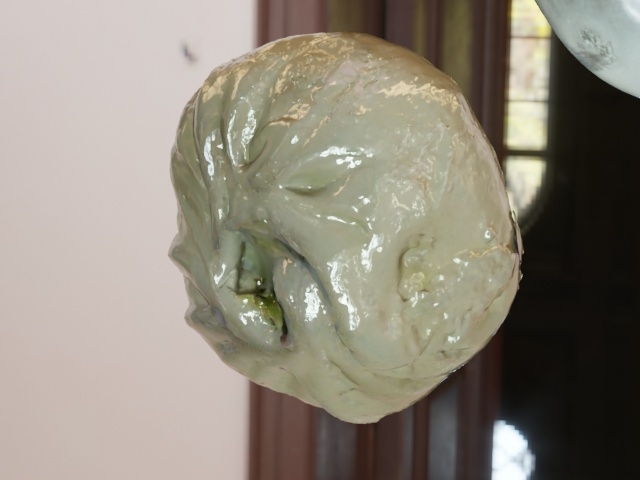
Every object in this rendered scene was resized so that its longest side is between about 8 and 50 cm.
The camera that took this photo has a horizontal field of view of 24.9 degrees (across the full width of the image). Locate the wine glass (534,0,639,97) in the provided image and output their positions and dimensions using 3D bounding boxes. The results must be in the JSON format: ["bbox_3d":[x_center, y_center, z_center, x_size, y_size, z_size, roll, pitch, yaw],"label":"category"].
[{"bbox_3d":[0.173,-0.116,0.734,0.103,0.222,0.103,-44,-174,6],"label":"wine glass"}]

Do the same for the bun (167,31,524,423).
[{"bbox_3d":[0.000,0.000,1.263,0.211,0.360,0.359,-29,-155,-36],"label":"bun"}]
